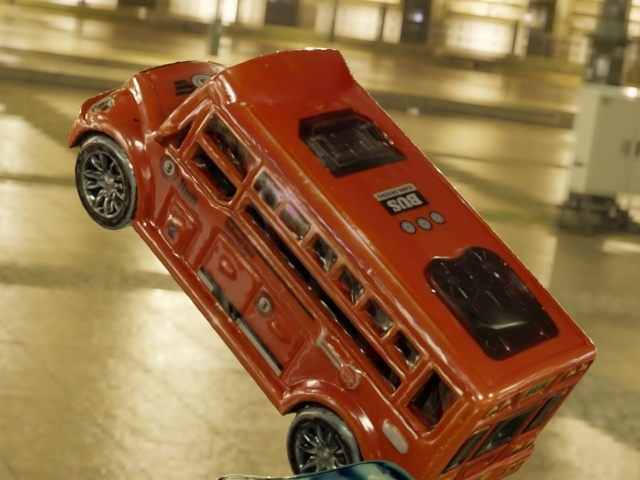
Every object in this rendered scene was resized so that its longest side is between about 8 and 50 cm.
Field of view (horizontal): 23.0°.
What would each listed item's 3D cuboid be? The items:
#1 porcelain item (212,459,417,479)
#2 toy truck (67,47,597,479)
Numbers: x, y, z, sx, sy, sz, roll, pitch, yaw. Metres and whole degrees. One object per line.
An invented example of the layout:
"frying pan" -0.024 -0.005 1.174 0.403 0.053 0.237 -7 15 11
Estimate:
"porcelain item" -0.016 0.227 0.523 0.286 0.157 0.281 -35 36 -14
"toy truck" 0.000 0.000 0.708 0.107 0.114 0.253 -18 60 -44
